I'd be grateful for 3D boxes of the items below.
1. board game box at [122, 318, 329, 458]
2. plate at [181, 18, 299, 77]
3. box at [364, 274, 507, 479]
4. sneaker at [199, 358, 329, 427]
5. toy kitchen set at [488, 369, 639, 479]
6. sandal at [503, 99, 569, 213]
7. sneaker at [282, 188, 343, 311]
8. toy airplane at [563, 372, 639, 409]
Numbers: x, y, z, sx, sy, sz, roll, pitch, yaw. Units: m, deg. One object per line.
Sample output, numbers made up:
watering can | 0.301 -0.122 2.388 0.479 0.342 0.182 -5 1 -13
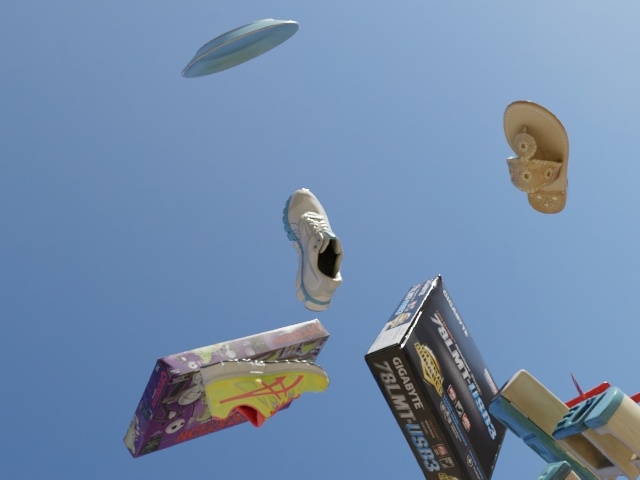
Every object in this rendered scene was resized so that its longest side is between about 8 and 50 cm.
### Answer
board game box | -0.156 0.252 1.503 0.347 0.056 0.208 -10 -38 -43
plate | -0.120 -0.286 1.271 0.188 0.188 0.024 -25 -88 -30
box | 0.203 0.242 1.426 0.295 0.073 0.293 63 -152 -8
sneaker | -0.079 0.223 1.255 0.209 0.081 0.094 5 -108 -32
toy kitchen set | 0.186 0.201 0.757 0.122 0.207 0.166 42 -105 12
sandal | 0.314 -0.093 1.253 0.240 0.088 0.079 58 -137 -49
sneaker | 0.000 0.000 1.235 0.071 0.083 0.190 4 -122 -29
toy airplane | 0.337 0.217 1.079 0.151 0.028 0.151 -8 -54 -12
